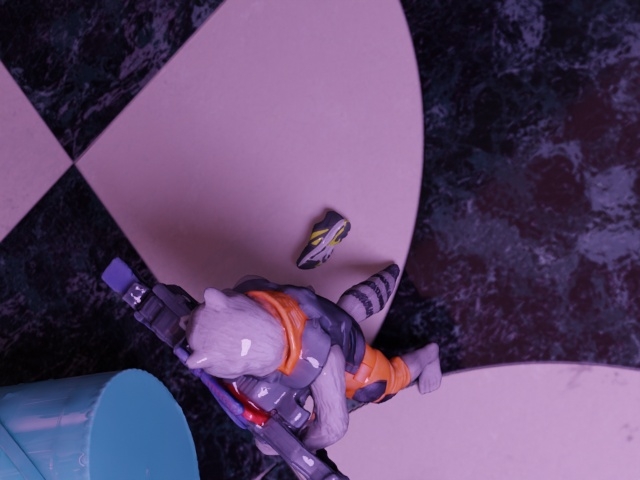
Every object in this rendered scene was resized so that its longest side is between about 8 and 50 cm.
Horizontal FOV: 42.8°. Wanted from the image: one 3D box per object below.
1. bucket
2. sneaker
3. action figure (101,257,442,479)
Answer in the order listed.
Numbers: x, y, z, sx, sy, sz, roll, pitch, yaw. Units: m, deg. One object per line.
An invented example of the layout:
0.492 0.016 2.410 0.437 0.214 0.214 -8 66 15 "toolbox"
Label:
-0.273 0.283 0.933 0.183 0.281 0.281 -16 79 16 "bucket"
0.000 0.000 0.974 0.083 0.031 0.035 -45 57 8 "sneaker"
-0.045 0.075 0.818 0.341 0.330 0.178 37 101 20 "action figure"
